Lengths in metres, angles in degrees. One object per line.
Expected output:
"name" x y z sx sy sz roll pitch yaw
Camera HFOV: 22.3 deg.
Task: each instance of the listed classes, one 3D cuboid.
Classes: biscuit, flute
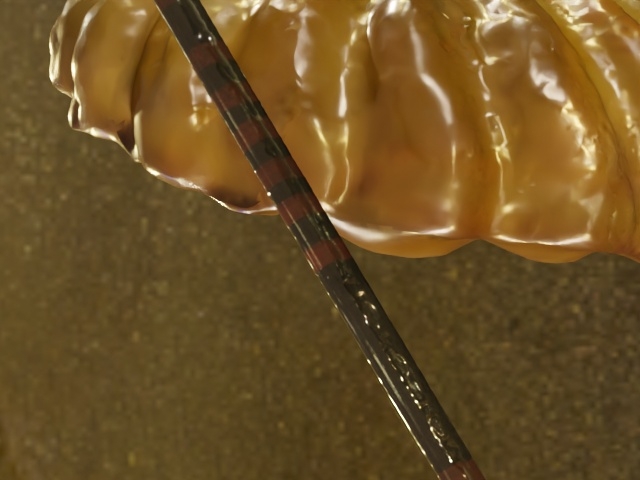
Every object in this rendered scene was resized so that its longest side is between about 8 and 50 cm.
"biscuit" 0.052 -0.085 0.690 0.325 0.325 0.107 34 122 53
"flute" 0.000 0.000 0.476 0.270 0.014 0.014 59 142 8
